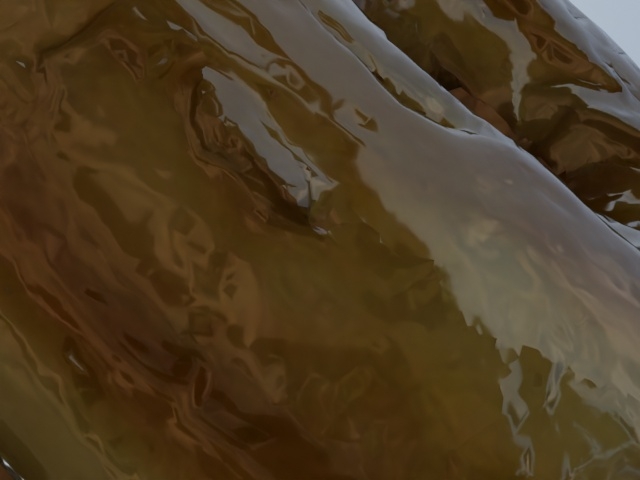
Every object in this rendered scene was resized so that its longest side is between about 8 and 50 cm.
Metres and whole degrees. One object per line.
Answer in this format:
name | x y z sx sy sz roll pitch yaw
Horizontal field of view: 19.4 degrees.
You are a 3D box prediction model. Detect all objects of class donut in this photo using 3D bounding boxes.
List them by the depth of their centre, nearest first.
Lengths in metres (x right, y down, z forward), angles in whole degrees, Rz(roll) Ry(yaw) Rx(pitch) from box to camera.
donut | 0.000 0.000 0.640 0.198 0.449 0.449 -51 -125 22
